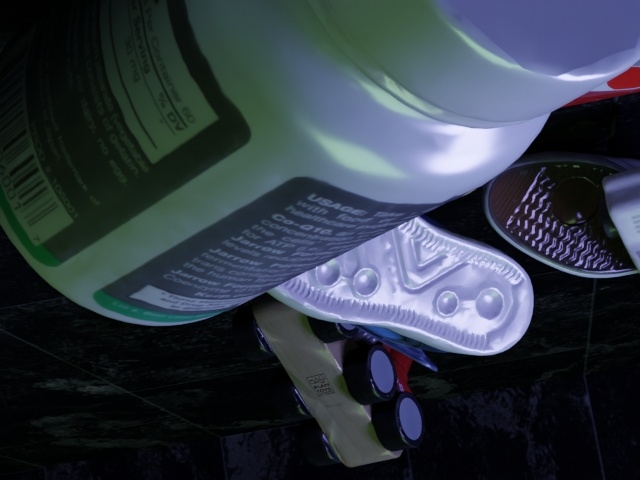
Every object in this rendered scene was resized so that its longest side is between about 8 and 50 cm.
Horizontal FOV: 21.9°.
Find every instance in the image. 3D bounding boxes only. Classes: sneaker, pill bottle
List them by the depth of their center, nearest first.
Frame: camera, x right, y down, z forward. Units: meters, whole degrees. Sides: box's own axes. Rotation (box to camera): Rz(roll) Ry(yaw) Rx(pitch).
[{"bbox_3d":[-0.011,-0.094,0.813,0.204,0.204,0.361,0,164,-34],"label":"pill bottle"},{"bbox_3d":[0.001,0.000,1.378,0.323,0.130,0.236,25,175,-25],"label":"sneaker"},{"bbox_3d":[0.270,-0.026,1.507,0.290,0.106,0.123,10,-166,-17],"label":"sneaker"}]

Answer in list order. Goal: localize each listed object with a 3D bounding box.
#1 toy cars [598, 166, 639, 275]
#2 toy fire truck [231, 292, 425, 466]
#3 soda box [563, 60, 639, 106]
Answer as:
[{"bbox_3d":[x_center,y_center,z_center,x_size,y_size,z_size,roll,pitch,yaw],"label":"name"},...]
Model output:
[{"bbox_3d":[0.326,-0.041,1.283,0.176,0.087,0.394,6,147,-12],"label":"toy cars"},{"bbox_3d":[0.054,0.076,1.694,0.158,0.217,0.246,-17,-154,29],"label":"toy fire truck"},{"bbox_3d":[0.131,-0.125,0.952,0.092,0.083,0.263,4,172,-42],"label":"soda box"}]
